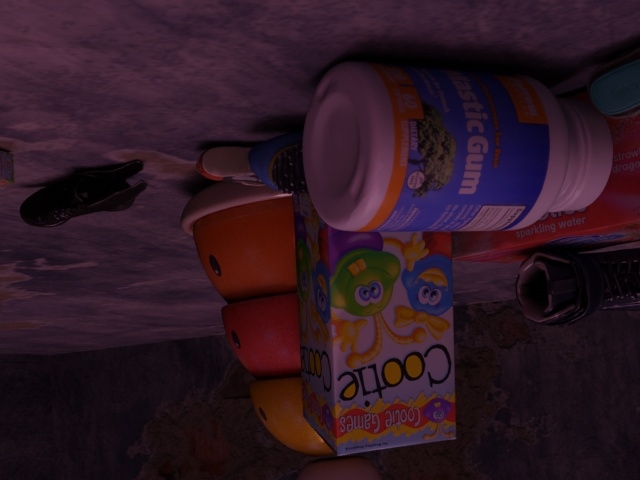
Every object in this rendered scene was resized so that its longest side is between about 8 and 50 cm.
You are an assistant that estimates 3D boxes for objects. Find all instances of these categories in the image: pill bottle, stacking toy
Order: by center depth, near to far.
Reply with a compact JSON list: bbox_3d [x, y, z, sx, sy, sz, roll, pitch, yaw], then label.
[{"bbox_3d":[0.134,-0.084,0.972,0.272,0.152,0.152,-1,170,-26],"label":"pill bottle"},{"bbox_3d":[0.009,0.154,1.336,0.351,0.479,0.350,-5,170,-1],"label":"stacking toy"}]

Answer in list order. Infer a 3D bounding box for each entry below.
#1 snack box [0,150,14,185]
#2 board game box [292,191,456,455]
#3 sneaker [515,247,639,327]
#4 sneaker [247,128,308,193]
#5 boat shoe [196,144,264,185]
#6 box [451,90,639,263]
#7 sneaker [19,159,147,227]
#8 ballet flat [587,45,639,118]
[{"bbox_3d":[-0.411,-0.072,1.093,0.141,0.037,0.100,-9,171,23],"label":"snack box"},{"bbox_3d":[0.059,0.078,1.154,0.144,0.275,0.142,-5,-170,-15],"label":"board game box"},{"bbox_3d":[0.324,0.046,1.135,0.226,0.086,0.163,-11,172,39],"label":"sneaker"},{"bbox_3d":[0.021,-0.098,1.139,0.209,0.069,0.082,-9,-156,-26],"label":"sneaker"},{"bbox_3d":[-0.073,-0.084,1.178,0.137,0.049,0.043,1,172,-19],"label":"boat shoe"},{"bbox_3d":[0.285,-0.071,1.143,0.142,0.154,0.300,4,168,-44],"label":"box"},{"bbox_3d":[-0.285,-0.056,1.235,0.170,0.051,0.089,-10,170,1],"label":"sneaker"},{"bbox_3d":[0.330,-0.165,0.911,0.068,0.072,0.213,-32,-171,-35],"label":"ballet flat"}]
